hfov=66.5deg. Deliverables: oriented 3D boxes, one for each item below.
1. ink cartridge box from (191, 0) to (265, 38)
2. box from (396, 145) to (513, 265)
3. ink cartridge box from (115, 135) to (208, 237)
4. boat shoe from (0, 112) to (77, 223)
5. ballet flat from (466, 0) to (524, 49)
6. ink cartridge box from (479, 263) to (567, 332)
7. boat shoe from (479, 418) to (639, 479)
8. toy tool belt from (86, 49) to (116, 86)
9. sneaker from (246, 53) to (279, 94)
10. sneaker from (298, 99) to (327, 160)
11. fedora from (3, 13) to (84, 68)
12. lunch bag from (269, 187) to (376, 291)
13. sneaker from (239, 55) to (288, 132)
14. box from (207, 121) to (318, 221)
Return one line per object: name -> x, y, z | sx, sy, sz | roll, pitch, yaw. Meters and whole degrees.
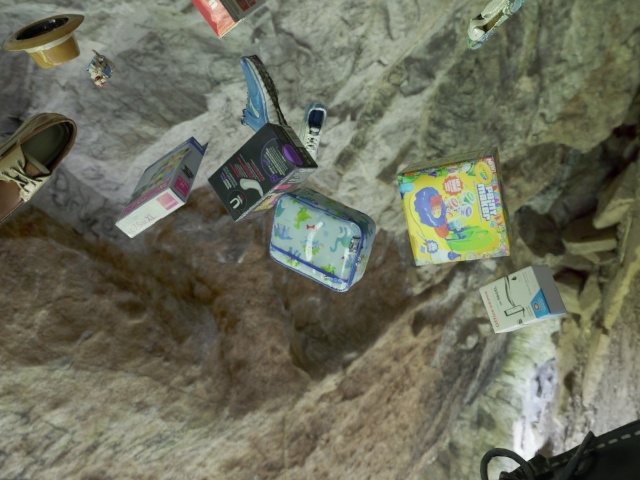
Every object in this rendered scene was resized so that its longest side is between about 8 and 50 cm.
ink cartridge box -> -0.358, -0.832, 1.567 | 0.309, 0.130, 0.272 | 51, -145, -22
box -> 0.410, -0.102, 1.471 | 0.177, 0.279, 0.290 | -40, -63, -60
ink cartridge box -> -0.397, -0.156, 1.254 | 0.065, 0.185, 0.311 | 50, -157, -29
boat shoe -> -0.662, -0.164, 1.079 | 0.122, 0.120, 0.324 | 49, -124, -44
ballet flat -> 0.385, -0.515, 1.130 | 0.070, 0.070, 0.188 | -63, 10, -28
ink cartridge box -> 0.588, 0.174, 1.435 | 0.086, 0.203, 0.148 | -1, -114, -32
boat shoe -> 0.176, 0.241, 0.328 | 0.500, 0.156, 0.187 | -46, 29, 22
toy tool belt -> -0.455, -0.353, 0.993 | 0.051, 0.052, 0.083 | 52, -159, -39
sneaker -> -0.229, -0.620, 1.862 | 0.283, 0.107, 0.124 | 155, 96, -87
sneaker -> -0.033, -0.373, 1.721 | 0.086, 0.085, 0.237 | -99, 19, -63
fedora -> -0.593, -0.434, 1.078 | 0.194, 0.194, 0.079 | -57, -35, -37
lunch bag -> 0.000, 0.000, 1.041 | 0.090, 0.219, 0.176 | -29, -41, -55
sneaker -> -0.217, -0.453, 1.643 | 0.130, 0.147, 0.330 | -42, -65, -74
box -> -0.171, -0.199, 1.449 | 0.270, 0.165, 0.143 | -37, -8, 24
